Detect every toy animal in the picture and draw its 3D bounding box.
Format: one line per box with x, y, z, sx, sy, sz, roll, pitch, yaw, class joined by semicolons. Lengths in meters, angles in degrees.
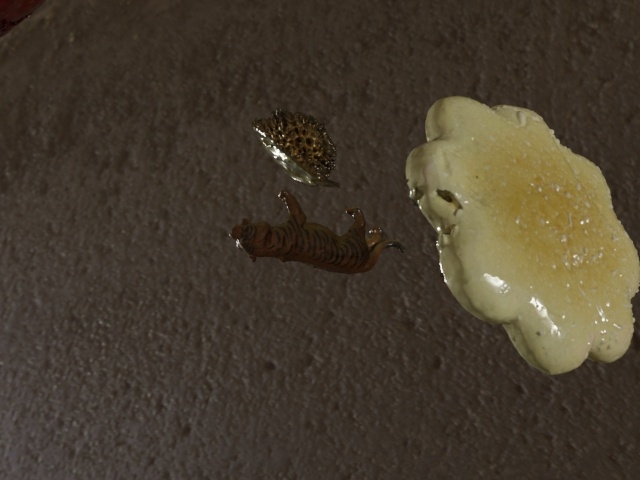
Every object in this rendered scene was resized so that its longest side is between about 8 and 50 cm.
0.000;0.000;1.078;0.057;0.241;0.099;121;159;-51;toy animal

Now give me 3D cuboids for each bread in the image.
0.216;-0.015;0.818;0.054;0.316;0.316;-39;46;45;bread

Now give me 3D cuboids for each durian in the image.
-0.023;-0.142;1.250;0.091;0.148;0.188;-41;60;-6;durian

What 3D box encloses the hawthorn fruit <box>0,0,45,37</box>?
-0.294;-0.199;0.585;0.181;0.181;0.235;18;75;42;hawthorn fruit
